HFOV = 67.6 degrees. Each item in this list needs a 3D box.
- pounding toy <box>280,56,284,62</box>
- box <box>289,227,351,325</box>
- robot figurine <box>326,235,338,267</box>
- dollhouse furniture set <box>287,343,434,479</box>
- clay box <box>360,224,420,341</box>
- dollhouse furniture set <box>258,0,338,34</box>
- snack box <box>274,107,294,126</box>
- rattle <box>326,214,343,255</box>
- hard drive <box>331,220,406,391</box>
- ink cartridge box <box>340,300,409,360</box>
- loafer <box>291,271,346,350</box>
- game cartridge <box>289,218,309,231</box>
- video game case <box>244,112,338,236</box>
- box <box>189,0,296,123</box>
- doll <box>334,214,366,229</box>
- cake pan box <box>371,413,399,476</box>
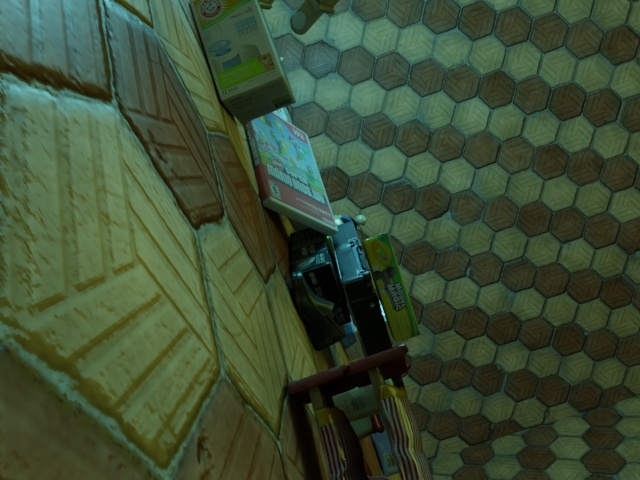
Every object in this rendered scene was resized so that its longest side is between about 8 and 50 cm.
[{"bbox_3d":[-0.156,-0.426,1.040,0.181,0.094,0.206,33,37,-68],"label":"pounding toy"},{"bbox_3d":[-0.003,0.073,0.989,0.180,0.078,0.147,-101,172,-62],"label":"box"},{"bbox_3d":[0.018,0.038,1.390,0.291,0.085,0.211,-103,174,-54],"label":"robot figurine"},{"bbox_3d":[0.089,0.295,0.672,0.374,0.152,0.201,62,10,-64],"label":"dollhouse furniture set"},{"bbox_3d":[0.129,0.075,0.915,0.127,0.053,0.222,51,23,-81],"label":"clay box"},{"bbox_3d":[-0.166,-0.505,0.806,0.356,0.174,0.303,-26,83,-52],"label":"dollhouse furniture set"},{"bbox_3d":[-0.114,-0.353,1.606,0.322,0.060,0.187,-65,136,-84],"label":"snack box"},{"bbox_3d":[0.000,0.000,1.234,0.130,0.143,0.199,56,-5,-37],"label":"rattle"},{"bbox_3d":[0.101,0.156,1.038,0.237,0.064,0.338,-101,174,-61],"label":"hard drive"},{"bbox_3d":[0.151,0.258,1.400,0.082,0.191,0.139,-105,174,-46],"label":"ink cartridge box"},{"bbox_3d":[-0.006,0.121,0.859,0.062,0.061,0.170,-100,170,-59],"label":"loafer"},{"bbox_3d":[-0.080,-0.146,1.177,0.297,0.062,0.198,64,12,-59],"label":"game cartridge"},{"bbox_3d":[-0.067,-0.155,0.987,0.204,0.025,0.285,23,41,-47],"label":"video game case"},{"bbox_3d":[-0.135,-0.329,0.836,0.103,0.114,0.203,42,29,-78],"label":"box"},{"bbox_3d":[0.059,-0.038,1.550,0.129,0.189,0.046,67,5,-45],"label":"doll"},{"bbox_3d":[0.173,0.515,1.405,0.246,0.070,0.266,61,10,-78],"label":"cake pan box"}]
